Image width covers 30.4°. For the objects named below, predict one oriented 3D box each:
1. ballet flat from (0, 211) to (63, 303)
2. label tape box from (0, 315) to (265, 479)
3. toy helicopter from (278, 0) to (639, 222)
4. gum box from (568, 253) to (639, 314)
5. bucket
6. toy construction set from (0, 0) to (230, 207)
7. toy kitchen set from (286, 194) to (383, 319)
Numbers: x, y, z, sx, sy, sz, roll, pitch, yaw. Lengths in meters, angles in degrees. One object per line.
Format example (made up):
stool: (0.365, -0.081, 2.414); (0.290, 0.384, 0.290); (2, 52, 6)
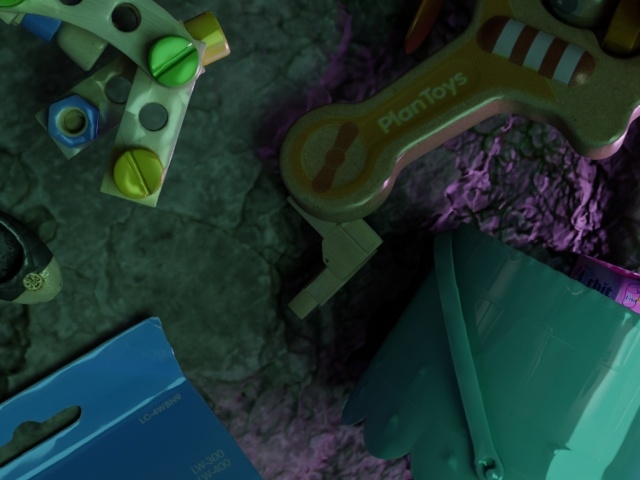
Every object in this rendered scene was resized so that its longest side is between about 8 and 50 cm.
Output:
ballet flat: (-0.233, -0.004, 0.748); (0.173, 0.049, 0.057); (39, 88, -37)
label tape box: (-0.146, 0.266, 0.877); (0.249, 0.115, 0.347); (-31, 125, -18)
toy helicopter: (0.118, -0.142, 0.836); (0.355, 0.235, 0.140); (-32, 163, -4)
gum box: (0.303, 0.092, 1.114); (0.188, 0.062, 0.107); (17, 100, -36)
bucket: (0.170, 0.118, 0.917); (0.281, 0.281, 0.183); (26, 94, -37)
toy construction set: (-0.080, -0.202, 0.698); (0.215, 0.151, 0.327); (43, 76, -12)
toy kitchen set: (0.000, 0.000, 0.912); (0.083, 0.075, 0.068); (-46, 176, 33)
